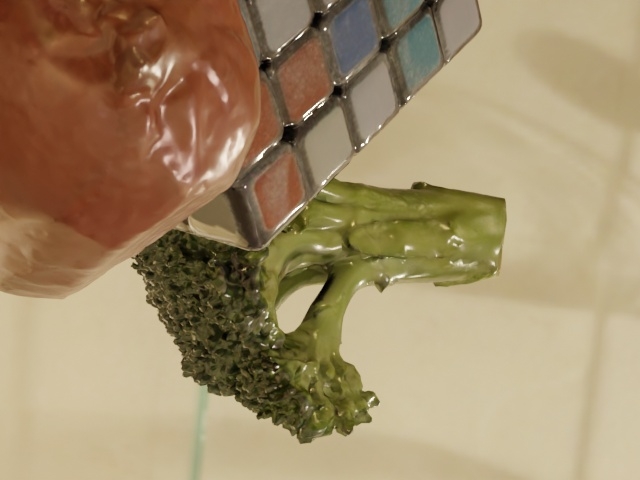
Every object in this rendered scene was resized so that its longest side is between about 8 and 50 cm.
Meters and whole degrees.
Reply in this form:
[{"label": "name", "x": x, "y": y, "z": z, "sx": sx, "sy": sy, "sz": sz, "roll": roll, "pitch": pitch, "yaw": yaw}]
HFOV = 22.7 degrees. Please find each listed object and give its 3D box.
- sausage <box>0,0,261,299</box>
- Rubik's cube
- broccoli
[{"label": "sausage", "x": -0.112, "y": -0.052, "z": 0.712, "sx": 0.254, "sy": 0.148, "sz": 0.148, "roll": 142, "pitch": -45, "yaw": -63}, {"label": "Rubik's cube", "x": -0.098, "y": -0.208, "z": 1.087, "sx": 0.292, "sy": 0.293, "sz": 0.286, "roll": -47, "pitch": 136, "yaw": -34}, {"label": "broccoli", "x": -0.017, "y": -0.031, "z": 1.588, "sx": 0.275, "sy": 0.397, "sz": 0.353, "roll": -7, "pitch": -65, "yaw": 56}]
